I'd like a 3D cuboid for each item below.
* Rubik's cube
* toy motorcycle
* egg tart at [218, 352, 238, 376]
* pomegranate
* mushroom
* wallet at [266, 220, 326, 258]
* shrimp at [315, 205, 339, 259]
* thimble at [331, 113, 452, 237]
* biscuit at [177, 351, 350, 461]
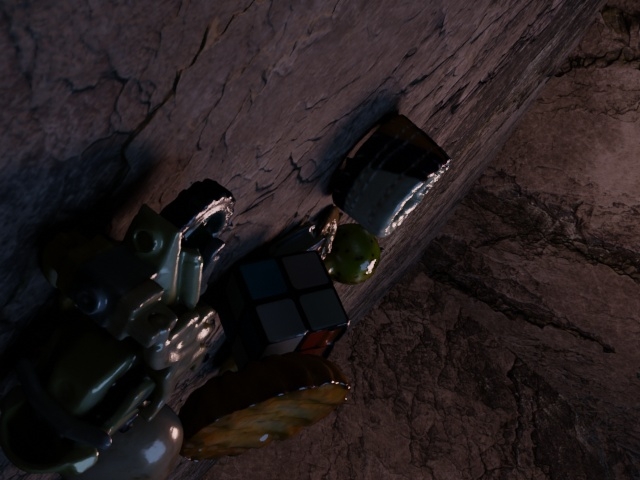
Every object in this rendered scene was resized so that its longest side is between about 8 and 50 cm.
[{"bbox_3d":[-0.074,0.141,1.229,0.180,0.167,0.183,-12,149,-25],"label":"Rubik's cube"},{"bbox_3d":[-0.230,0.113,0.747,0.410,0.169,0.237,-60,170,27],"label":"toy motorcycle"},{"bbox_3d":[-0.104,0.274,1.663,0.341,0.132,0.341,-37,176,-3],"label":"egg tart"},{"bbox_3d":[0.049,0.053,1.544,0.220,0.156,0.156,-48,169,-26],"label":"pomegranate"},{"bbox_3d":[-0.314,0.288,1.024,0.206,0.209,0.206,-5,163,-2],"label":"mushroom"},{"bbox_3d":[-0.070,0.055,1.362,0.141,0.059,0.202,-32,160,-33],"label":"wallet"},{"bbox_3d":[0.007,0.003,1.421,0.095,0.045,0.162,-102,-148,-82],"label":"shrimp"},{"bbox_3d":[0.139,-0.123,1.310,0.237,0.150,0.237,-46,169,-11],"label":"thimble"},{"bbox_3d":[-0.109,0.291,1.174,0.326,0.107,0.325,-18,155,-9],"label":"biscuit"}]
